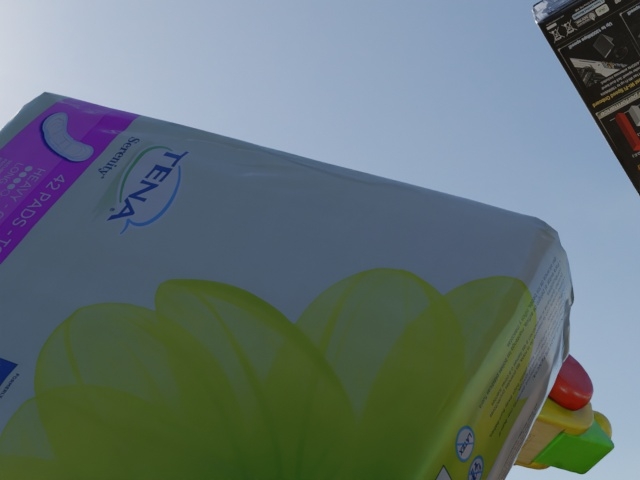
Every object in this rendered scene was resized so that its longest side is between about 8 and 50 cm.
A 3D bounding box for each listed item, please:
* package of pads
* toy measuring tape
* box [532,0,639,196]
[{"bbox_3d":[-0.063,0.057,0.550,0.296,0.229,0.101,17,-40,25],"label":"package of pads"},{"bbox_3d":[0.147,0.134,1.151,0.330,0.121,0.121,20,-30,-36],"label":"toy measuring tape"},{"bbox_3d":[0.382,-0.179,1.128,0.307,0.242,0.076,-30,16,17],"label":"box"}]
